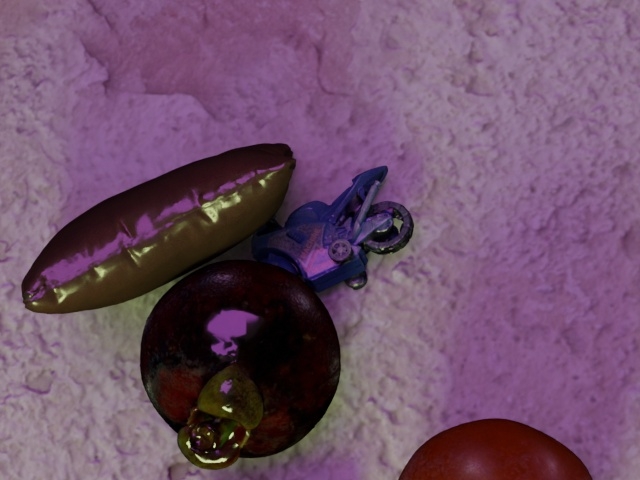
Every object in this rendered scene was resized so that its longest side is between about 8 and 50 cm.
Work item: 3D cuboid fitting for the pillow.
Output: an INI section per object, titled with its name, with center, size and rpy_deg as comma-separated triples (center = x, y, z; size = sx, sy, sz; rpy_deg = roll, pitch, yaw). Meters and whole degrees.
[pillow]
center = -0.161, -0.017, 2.029
size = 0.305, 0.308, 0.108
rpy_deg = -27, 95, 1

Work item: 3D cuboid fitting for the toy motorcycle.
[toy motorcycle]
center = 0.000, 0.000, 2.090
size = 0.205, 0.076, 0.114
rpy_deg = -28, 59, 2

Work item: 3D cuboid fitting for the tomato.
[tomato]
center = 0.171, 0.272, 1.870
size = 0.208, 0.208, 0.184
rpy_deg = -18, 51, 7

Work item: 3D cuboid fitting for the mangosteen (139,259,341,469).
[mangosteen]
center = -0.083, 0.126, 1.970
size = 0.216, 0.216, 0.216
rpy_deg = -5, 69, 12
